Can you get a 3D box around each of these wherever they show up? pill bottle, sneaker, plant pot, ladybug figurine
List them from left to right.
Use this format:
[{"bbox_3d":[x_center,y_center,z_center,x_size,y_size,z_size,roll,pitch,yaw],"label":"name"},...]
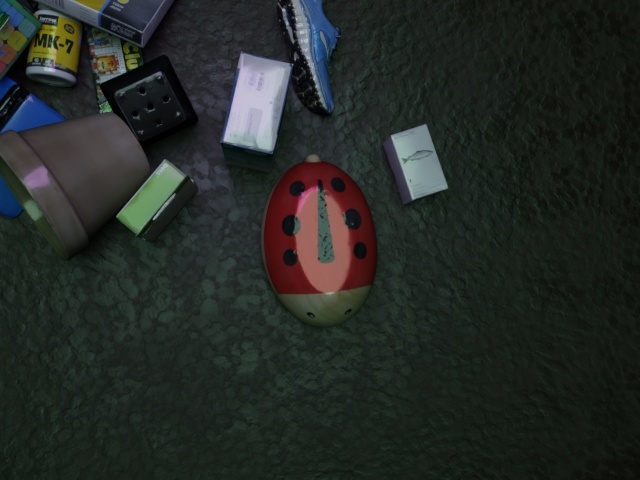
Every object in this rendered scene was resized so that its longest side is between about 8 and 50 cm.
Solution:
[{"bbox_3d":[-0.664,-0.503,1.602,0.119,0.119,0.208,5,86,-6],"label":"pill bottle"},{"bbox_3d":[-0.574,-0.158,1.522,0.280,0.323,0.323,-35,91,-25],"label":"plant pot"},{"bbox_3d":[-0.418,-0.335,1.569,0.187,0.167,0.188,-27,109,-7],"label":"plant pot"},{"bbox_3d":[-0.001,-0.492,1.661,0.147,0.130,0.329,-17,104,-23],"label":"sneaker"},{"bbox_3d":[0.000,0.000,1.623,0.305,0.162,0.449,-9,88,-6],"label":"ladybug figurine"}]

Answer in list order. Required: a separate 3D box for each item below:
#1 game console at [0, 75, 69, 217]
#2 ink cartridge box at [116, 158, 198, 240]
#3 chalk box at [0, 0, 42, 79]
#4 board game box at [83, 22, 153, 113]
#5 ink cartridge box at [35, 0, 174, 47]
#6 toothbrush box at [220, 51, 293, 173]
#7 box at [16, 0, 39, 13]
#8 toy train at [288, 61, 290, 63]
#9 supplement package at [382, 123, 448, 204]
[{"bbox_3d":[-0.815,-0.251,1.618,0.250,0.173,0.293,32,82,28],"label":"game console"},{"bbox_3d":[-0.398,-0.100,1.539,0.097,0.255,0.188,39,83,-3],"label":"ink cartridge box"},{"bbox_3d":[-0.800,-0.512,1.493,0.289,0.179,0.180,32,83,32],"label":"chalk box"},{"bbox_3d":[-0.526,-0.455,1.660,0.136,0.030,0.259,-11,88,-9],"label":"board game box"},{"bbox_3d":[-0.518,-0.656,1.590,0.304,0.072,0.307,22,61,-5],"label":"ink cartridge box"},{"bbox_3d":[-0.155,-0.297,1.557,0.126,0.295,0.216,13,87,-4],"label":"toothbrush box"},{"bbox_3d":[-0.771,-0.666,1.514,0.169,0.290,0.087,27,83,-2],"label":"box"},{"bbox_3d":[-0.069,-0.492,1.712,0.017,0.024,0.083,23,85,-4],"label":"toy train"},{"bbox_3d":[0.249,-0.199,1.689,0.105,0.105,0.179,-19,89,-6],"label":"supplement package"}]
